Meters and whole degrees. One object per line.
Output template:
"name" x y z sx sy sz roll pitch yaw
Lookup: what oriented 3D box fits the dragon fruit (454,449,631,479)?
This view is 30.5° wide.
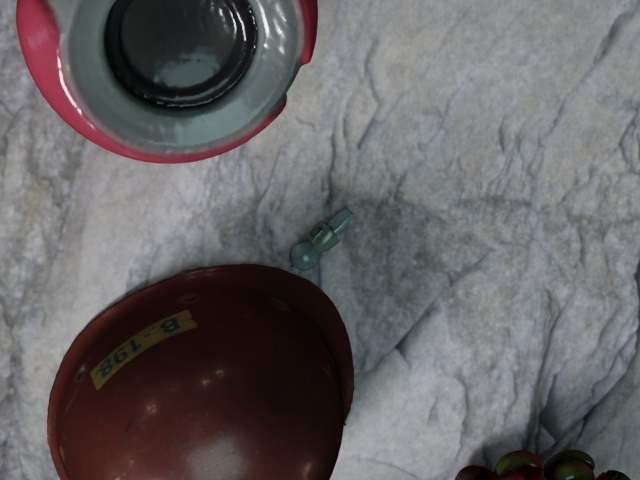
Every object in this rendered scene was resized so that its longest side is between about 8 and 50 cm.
"dragon fruit" 0.262 0.361 1.472 0.273 0.218 0.198 -49 148 -5

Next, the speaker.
"speaker" -0.153 -0.217 1.163 0.294 0.294 0.294 -4 104 -15

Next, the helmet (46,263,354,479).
"helmet" -0.109 0.221 1.306 0.385 0.230 0.338 -31 109 -5

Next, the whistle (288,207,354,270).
"whistle" 0.000 0.000 1.383 0.100 0.035 0.035 -44 111 -3
